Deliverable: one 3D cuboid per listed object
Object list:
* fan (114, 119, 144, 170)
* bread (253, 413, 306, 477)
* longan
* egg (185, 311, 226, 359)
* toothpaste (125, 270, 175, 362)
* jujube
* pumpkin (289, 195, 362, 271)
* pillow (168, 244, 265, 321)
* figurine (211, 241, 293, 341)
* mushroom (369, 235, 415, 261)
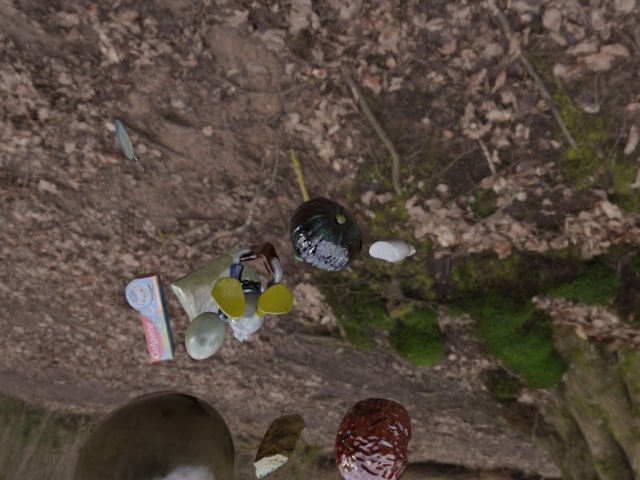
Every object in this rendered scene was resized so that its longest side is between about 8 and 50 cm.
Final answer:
[{"bbox_3d":[-0.523,-0.254,1.582,0.005,0.175,0.113,-26,159,-29],"label":"fan"},{"bbox_3d":[-0.115,0.550,1.576,0.088,0.128,0.232,44,-163,3],"label":"bread"},{"bbox_3d":[-0.372,0.520,1.316,0.362,0.360,0.361,6,166,2],"label":"longan"},{"bbox_3d":[-0.346,0.285,1.732,0.114,0.152,0.114,27,-170,-5],"label":"egg"},{"bbox_3d":[-0.369,0.167,1.253,0.071,0.193,0.044,-9,-167,-6],"label":"toothpaste"},{"bbox_3d":[0.145,0.556,1.590,0.213,0.232,0.213,9,152,5],"label":"jujube"},{"bbox_3d":[0.000,0.000,1.849,0.248,0.247,0.248,6,166,2],"label":"pumpkin"},{"bbox_3d":[-0.352,0.158,1.994,0.303,0.184,0.075,-29,-177,8],"label":"pillow"},{"bbox_3d":[-0.211,0.136,1.575,0.205,0.283,0.338,19,150,-15],"label":"figurine"},{"bbox_3d":[0.270,0.026,2.057,0.116,0.093,0.225,-4,-176,39],"label":"mushroom"}]
